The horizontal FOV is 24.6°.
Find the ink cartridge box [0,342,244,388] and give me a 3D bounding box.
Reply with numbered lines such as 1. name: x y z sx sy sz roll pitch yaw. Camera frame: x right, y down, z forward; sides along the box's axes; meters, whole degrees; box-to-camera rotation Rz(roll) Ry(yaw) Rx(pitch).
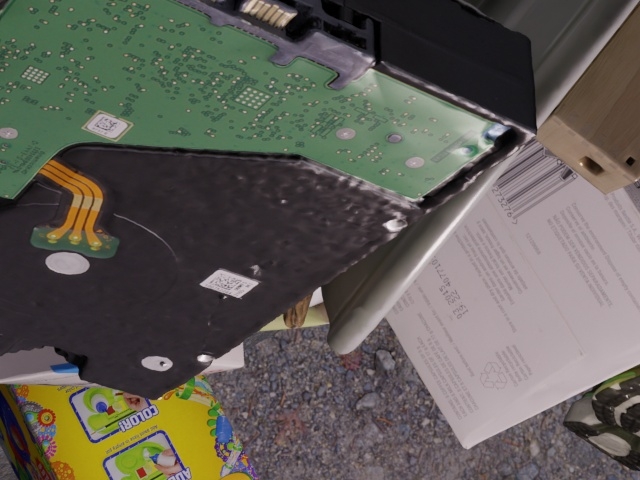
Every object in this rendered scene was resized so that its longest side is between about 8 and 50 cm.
1. ink cartridge box: -0.176 0.078 1.276 0.148 0.086 0.203 -11 169 23

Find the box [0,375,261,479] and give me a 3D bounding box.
1. box: -0.216 0.203 1.517 0.177 0.279 0.290 -27 172 -21

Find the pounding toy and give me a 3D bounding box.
1. pounding toy: 0.228 -0.097 1.018 0.130 0.100 0.141 -51 178 -2

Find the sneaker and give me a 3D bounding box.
1. sneaker: 0.425 0.165 1.840 0.182 0.158 0.410 -61 -178 -16

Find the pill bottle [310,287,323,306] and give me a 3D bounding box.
1. pill bottle: 0.000 0.000 1.567 0.221 0.121 0.121 -25 172 -35

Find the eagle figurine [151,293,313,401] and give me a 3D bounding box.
1. eagle figurine: -0.135 -0.001 0.950 0.298 0.225 0.226 5 121 -10

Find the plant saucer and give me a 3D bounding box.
1. plant saucer: 0.105 -0.099 1.077 0.400 0.100 0.400 -52 178 -2

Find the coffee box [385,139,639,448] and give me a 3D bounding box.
1. coffee box: 0.281 -0.006 1.747 0.338 0.337 0.334 -34 173 32

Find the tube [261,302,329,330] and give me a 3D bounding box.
1. tube: -0.080 0.072 1.632 0.240 0.070 0.062 -3 158 25

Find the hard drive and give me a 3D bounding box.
1. hard drive: -0.095 -0.034 0.701 0.237 0.064 0.339 20 145 -28
